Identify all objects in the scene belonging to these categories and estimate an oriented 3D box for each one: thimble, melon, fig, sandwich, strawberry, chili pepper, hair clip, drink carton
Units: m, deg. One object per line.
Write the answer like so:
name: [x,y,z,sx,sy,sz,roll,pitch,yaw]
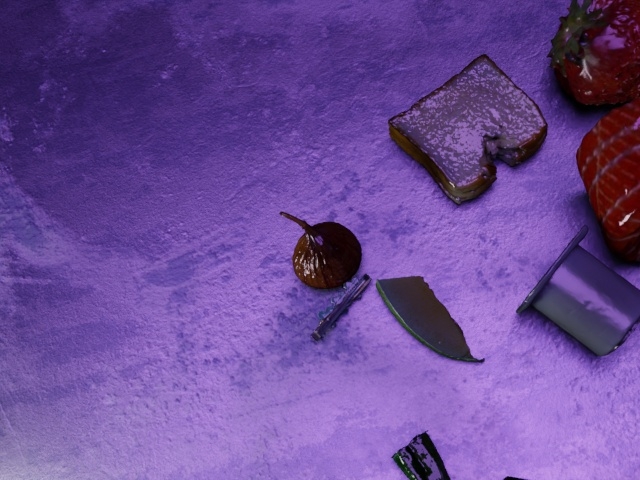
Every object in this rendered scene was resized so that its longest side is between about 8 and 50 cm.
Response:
thimble: [0.671,-0.119,1.607,0.351,0.350,0.230,-13,64,3]
melon: [0.223,0.160,1.722,0.114,0.053,0.262,-37,71,-27]
fig: [0.000,0.000,1.724,0.134,0.201,0.146,22,61,36]
sandwich: [0.325,-0.237,1.827,0.273,0.095,0.249,-37,68,-6]
strawberry: [0.626,-0.397,1.788,0.277,0.257,0.257,13,69,-10]
chili pepper: [0.228,0.469,1.584,0.088,0.059,0.226,-32,70,-10]
hair clip: [0.038,0.132,1.749,0.049,0.049,0.173,37,73,19]
drink carton: [0.502,0.113,1.633,0.190,0.185,0.191,40,77,8]

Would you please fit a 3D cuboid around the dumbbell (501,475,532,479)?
dumbbell: [0.454,0.526,1.450,0.323,0.203,0.203,8,70,10]
